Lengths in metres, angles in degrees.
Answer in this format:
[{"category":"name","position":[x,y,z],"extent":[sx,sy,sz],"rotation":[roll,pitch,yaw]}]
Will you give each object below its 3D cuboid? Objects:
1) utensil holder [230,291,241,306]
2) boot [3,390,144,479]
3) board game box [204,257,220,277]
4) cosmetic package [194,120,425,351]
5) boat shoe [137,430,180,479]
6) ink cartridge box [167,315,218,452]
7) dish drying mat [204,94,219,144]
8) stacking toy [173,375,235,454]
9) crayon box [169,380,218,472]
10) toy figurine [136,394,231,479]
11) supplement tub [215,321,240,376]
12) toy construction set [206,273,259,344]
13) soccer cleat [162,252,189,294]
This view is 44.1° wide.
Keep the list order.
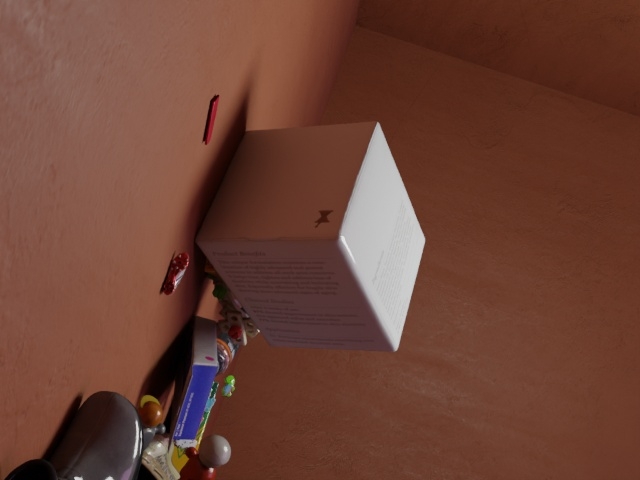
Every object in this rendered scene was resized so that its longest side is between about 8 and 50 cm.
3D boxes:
[{"category":"utensil holder","position":[-0.074,0.039,2.351],"extent":[0.327,0.328,0.385],"rotation":[99,8,-80]},{"category":"boot","position":[-0.317,0.309,0.972],"extent":[0.222,0.118,0.338],"rotation":[97,6,-55]},{"category":"board game box","position":[-0.170,0.040,1.781],"extent":[0.259,0.039,0.124],"rotation":[30,63,-58]},{"category":"cosmetic package","position":[0.000,0.000,1.721],"extent":[0.393,0.330,0.327],"rotation":[62,37,-44]},{"category":"boat shoe","position":[-0.371,0.510,1.720],"extent":[0.089,0.105,0.285],"rotation":[-60,160,-44]},{"category":"ink cartridge box","position":[-0.278,0.307,1.732],"extent":[0.371,0.069,0.175],"rotation":[-114,-138,-76]},{"category":"dish drying mat","position":[-0.186,-0.205,1.345],"extent":[0.032,0.008,0.083],"rotation":[-71,177,-56]},{"category":"stacking toy","position":[-0.299,0.409,1.866],"extent":[0.221,0.052,0.167],"rotation":[-55,-164,-28]},{"category":"crayon box","position":[-0.356,0.530,2.040],"extent":[0.203,0.083,0.322],"rotation":[117,-9,-62]},{"category":"toy figurine","position":[-0.277,0.395,1.364],"extent":[0.148,0.210,0.213],"rotation":[-54,-178,23]},{"category":"supplement tub","position":[-0.280,0.293,2.084],"extent":[0.198,0.106,0.106],"rotation":[-63,171,-76]},{"category":"toy construction set","position":[-0.202,0.088,1.944],"extent":[0.327,0.151,0.215],"rotation":[-86,-170,-48]},{"category":"soccer cleat","position":[-0.263,0.060,1.432],"extent":[0.035,0.029,0.083],"rotation":[157,-45,-80]}]
